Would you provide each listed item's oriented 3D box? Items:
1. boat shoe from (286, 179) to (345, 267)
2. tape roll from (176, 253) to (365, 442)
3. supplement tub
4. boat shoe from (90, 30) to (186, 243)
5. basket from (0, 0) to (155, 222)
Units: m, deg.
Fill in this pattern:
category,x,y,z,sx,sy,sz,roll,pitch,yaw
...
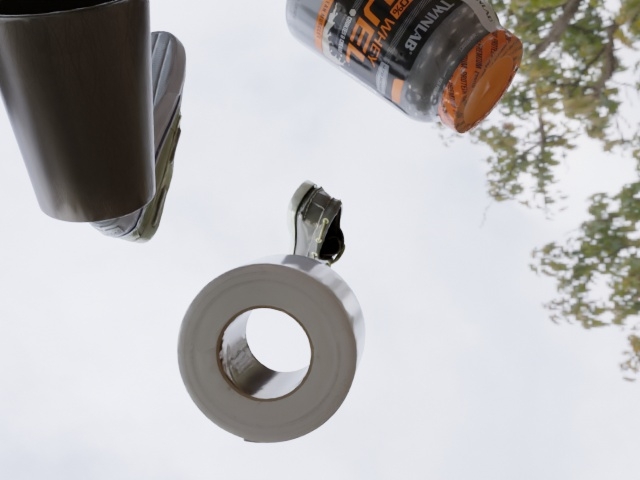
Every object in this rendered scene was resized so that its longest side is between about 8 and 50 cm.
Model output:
category,x,y,z,sx,sy,sz,roll,pitch,yaw
boat shoe,-0.002,0.003,1.566,0.109,0.091,0.305,-54,-21,-27
tape roll,-0.063,0.145,1.125,0.246,0.169,0.246,0,-87,7
supplement tub,0.119,-0.299,1.142,0.316,0.193,0.194,38,-121,22
boat shoe,-0.247,-0.142,1.098,0.094,0.109,0.302,42,-122,-62
basket,-0.251,-0.146,0.829,0.204,0.154,0.226,-53,-33,-56
